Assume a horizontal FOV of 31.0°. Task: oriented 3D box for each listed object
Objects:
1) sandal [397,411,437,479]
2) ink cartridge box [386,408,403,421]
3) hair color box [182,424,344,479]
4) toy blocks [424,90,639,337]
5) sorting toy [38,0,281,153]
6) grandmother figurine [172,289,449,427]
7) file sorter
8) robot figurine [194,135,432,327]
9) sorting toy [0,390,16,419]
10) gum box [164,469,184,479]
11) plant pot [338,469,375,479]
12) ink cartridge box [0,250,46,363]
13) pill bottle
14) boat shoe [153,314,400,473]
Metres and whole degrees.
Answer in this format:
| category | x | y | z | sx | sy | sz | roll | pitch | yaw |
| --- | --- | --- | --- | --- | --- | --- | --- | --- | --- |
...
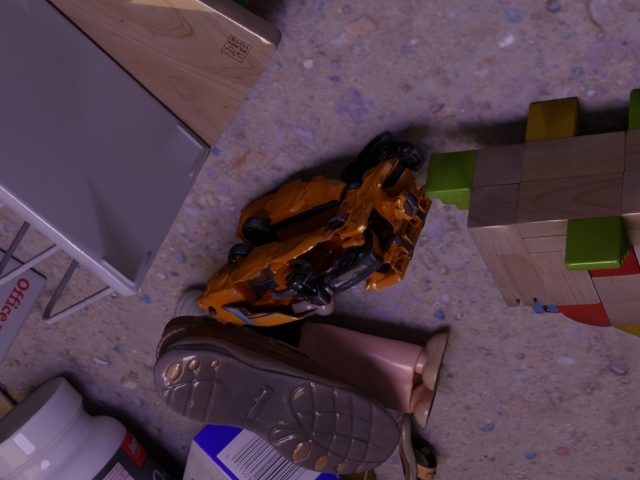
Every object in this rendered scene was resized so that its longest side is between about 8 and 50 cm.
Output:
| category | x | y | z | sx | sy | sz | roll | pitch | yaw |
| --- | --- | --- | --- | --- | --- | --- | --- | --- | --- |
| sandal | 0.133 | 0.293 | 1.563 | 0.049 | 0.072 | 0.180 | -11 | 129 | 1 |
| ink cartridge box | 0.080 | 0.227 | 1.516 | 0.028 | 0.048 | 0.083 | 29 | 136 | -11 |
| hair color box | -0.083 | 0.333 | 1.536 | 0.185 | 0.110 | 0.339 | 44 | 155 | 10 |
| toy blocks | 0.323 | 0.010 | 1.130 | 0.381 | 0.191 | 0.261 | -5 | 144 | 25 |
| sorting toy | -0.194 | -0.199 | 1.139 | 0.257 | 0.089 | 0.255 | 29 | 137 | -11 |
| grandmother figurine | -0.023 | 0.139 | 1.434 | 0.342 | 0.104 | 0.208 | 15 | 116 | 10 |
| file sorter | -0.287 | -0.081 | 1.092 | 0.173 | 0.193 | 0.277 | -24 | 123 | 42 |
| robot figurine | 0.000 | 0.000 | 1.204 | 0.291 | 0.211 | 0.085 | -16 | 130 | 45 |
| sorting toy | -0.579 | 0.236 | 1.778 | 0.193 | 0.038 | 0.208 | -7 | 132 | 26 |
| gum box | -0.297 | 0.425 | 1.869 | 0.157 | 0.041 | 0.184 | 14 | 137 | 6 |
| plant pot | 0.039 | 0.372 | 1.665 | 0.081 | 0.081 | 0.083 | -4 | 139 | 24 |
| ink cartridge box | -0.517 | 0.072 | 1.463 | 0.273 | 0.197 | 0.114 | 35 | 135 | -17 |
| pill bottle | -0.322 | 0.389 | 1.684 | 0.210 | 0.210 | 0.363 | -28 | 107 | 39 |
| boat shoe | -0.044 | 0.168 | 1.335 | 0.324 | 0.116 | 0.123 | 30 | 111 | -27 |
